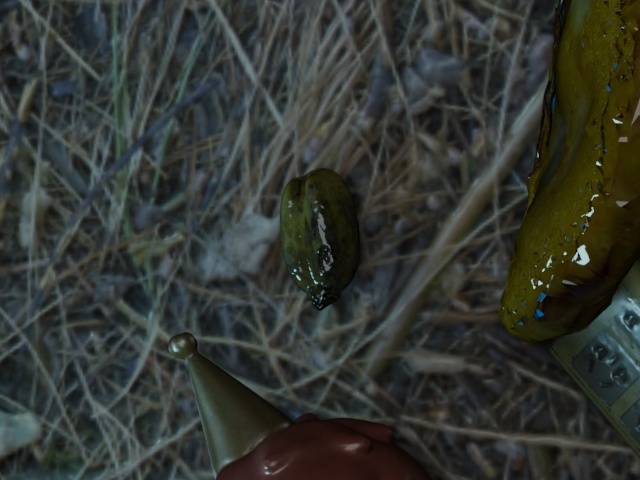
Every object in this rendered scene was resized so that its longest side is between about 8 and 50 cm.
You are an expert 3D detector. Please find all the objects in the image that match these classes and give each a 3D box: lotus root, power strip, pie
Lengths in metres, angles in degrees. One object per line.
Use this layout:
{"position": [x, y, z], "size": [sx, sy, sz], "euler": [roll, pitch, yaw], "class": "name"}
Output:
{"position": [0.000, 0.000, 1.015], "size": [0.054, 0.049, 0.099], "euler": [-15, 73, 31], "class": "lotus root"}
{"position": [0.246, 0.130, 0.912], "size": [0.268, 0.034, 0.092], "euler": [51, 131, 19], "class": "power strip"}
{"position": [0.159, -0.066, 0.889], "size": [0.069, 0.273, 0.273], "euler": [12, 79, -2], "class": "pie"}

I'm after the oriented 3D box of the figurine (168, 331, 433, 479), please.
{"position": [0.023, 0.213, 0.899], "size": [0.207, 0.166, 0.387], "euler": [-22, 75, -10], "class": "figurine"}
